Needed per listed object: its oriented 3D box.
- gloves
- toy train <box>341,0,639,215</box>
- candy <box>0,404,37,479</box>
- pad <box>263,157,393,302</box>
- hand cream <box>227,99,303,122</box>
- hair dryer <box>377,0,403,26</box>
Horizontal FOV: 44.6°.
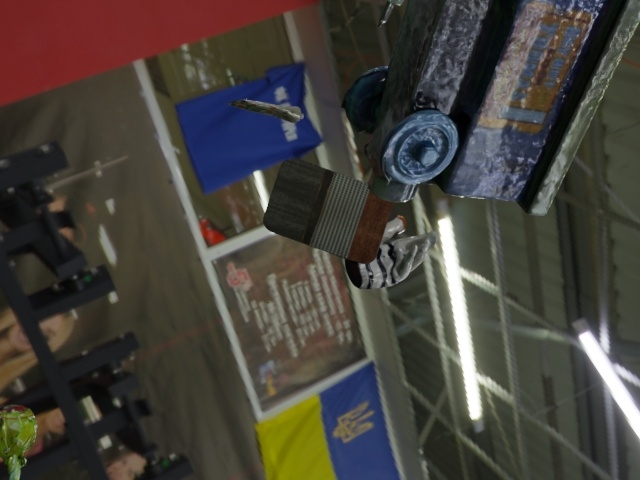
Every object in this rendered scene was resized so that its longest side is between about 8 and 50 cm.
[{"bbox_3d":[0.175,0.035,1.852,0.140,0.219,0.131,-125,-150,-44],"label":"gloves"},{"bbox_3d":[0.146,-0.166,0.662,0.131,0.202,0.299,-116,-145,-50],"label":"toy train"},{"bbox_3d":[-0.216,0.173,0.542,0.035,0.035,0.122,-34,-126,35],"label":"candy"},{"bbox_3d":[-0.005,0.009,1.584,0.055,0.250,0.323,117,-9,-65],"label":"pad"},{"bbox_3d":[-0.105,-0.266,1.578,0.057,0.165,0.037,-2,-96,55],"label":"hand cream"},{"bbox_3d":[0.190,-0.574,1.612,0.357,0.108,0.173,117,-11,-49],"label":"hair dryer"}]
